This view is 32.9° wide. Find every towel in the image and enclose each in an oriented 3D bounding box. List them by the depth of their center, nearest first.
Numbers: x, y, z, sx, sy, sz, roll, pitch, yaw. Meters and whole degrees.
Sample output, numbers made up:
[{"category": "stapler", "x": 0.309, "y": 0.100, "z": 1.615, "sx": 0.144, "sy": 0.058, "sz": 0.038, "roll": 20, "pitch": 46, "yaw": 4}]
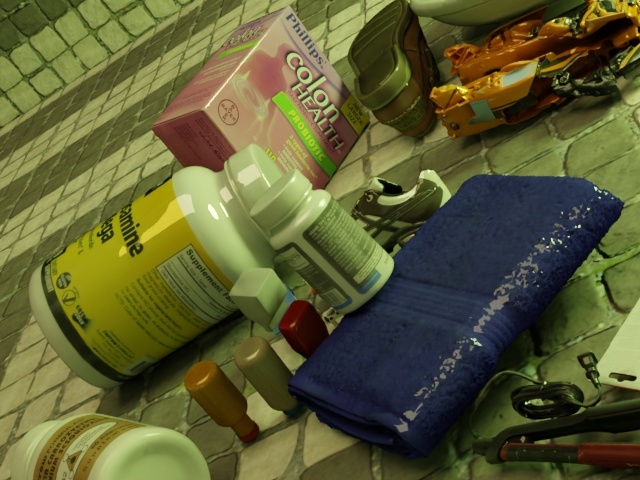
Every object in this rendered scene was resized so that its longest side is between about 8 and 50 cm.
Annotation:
[{"category": "towel", "x": 0.127, "y": 0.066, "z": 1.022, "sx": 0.308, "sy": 0.076, "sz": 0.228, "roll": -48, "pitch": 25, "yaw": -16}]

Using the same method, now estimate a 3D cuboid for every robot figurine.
[{"category": "robot figurine", "x": 0.281, "y": -0.227, "z": 1.309, "sx": 0.291, "sy": 0.085, "sz": 0.211, "roll": -21, "pitch": 30, "yaw": 31}]

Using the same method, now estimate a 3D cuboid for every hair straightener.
[{"category": "hair straightener", "x": 0.203, "y": 0.133, "z": 0.838, "sx": 0.230, "sy": 0.047, "sz": 0.089, "roll": -16, "pitch": 53, "yaw": 50}]

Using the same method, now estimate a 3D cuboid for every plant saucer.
[{"category": "plant saucer", "x": 0.317, "y": -0.384, "z": 1.476, "sx": 0.401, "sy": 0.100, "sz": 0.400, "roll": -28, "pitch": 18, "yaw": 10}]

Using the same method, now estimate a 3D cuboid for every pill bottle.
[{"category": "pill bottle", "x": 0.000, "y": 0.000, "z": 1.061, "sx": 0.078, "sy": 0.137, "sz": 0.078, "roll": -41, "pitch": 13, "yaw": 12}, {"category": "pill bottle", "x": -0.226, "y": 0.246, "z": 1.113, "sx": 0.229, "sy": 0.131, "sz": 0.131, "roll": -3, "pitch": 42, "yaw": 51}, {"category": "pill bottle", "x": -0.182, "y": 0.027, "z": 1.362, "sx": 0.334, "sy": 0.188, "sz": 0.188, "roll": -33, "pitch": 25, "yaw": 9}]

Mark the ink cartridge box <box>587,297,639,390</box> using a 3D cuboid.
[{"category": "ink cartridge box", "x": 0.270, "y": 0.082, "z": 0.865, "sx": 0.063, "sy": 0.029, "sz": 0.115, "roll": 3, "pitch": 48, "yaw": 54}]

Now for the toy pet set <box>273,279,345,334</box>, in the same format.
[{"category": "toy pet set", "x": -0.013, "y": 0.059, "z": 1.231, "sx": 0.114, "sy": 0.065, "sz": 0.122, "roll": -38, "pitch": 25, "yaw": 0}]

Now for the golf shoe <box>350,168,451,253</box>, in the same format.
[{"category": "golf shoe", "x": 0.057, "y": -0.020, "z": 1.209, "sx": 0.198, "sy": 0.093, "sz": 0.077, "roll": -18, "pitch": 3, "yaw": 18}]

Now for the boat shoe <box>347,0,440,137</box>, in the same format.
[{"category": "boat shoe", "x": 0.110, "y": -0.242, "z": 1.545, "sx": 0.111, "sy": 0.104, "sz": 0.307, "roll": -35, "pitch": 25, "yaw": 28}]

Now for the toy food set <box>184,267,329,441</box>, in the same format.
[{"category": "toy food set", "x": -0.033, "y": 0.097, "z": 1.140, "sx": 0.111, "sy": 0.104, "sz": 0.232, "roll": 0, "pitch": 47, "yaw": 38}]

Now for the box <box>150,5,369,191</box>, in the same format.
[{"category": "box", "x": -0.077, "y": -0.164, "z": 1.517, "sx": 0.117, "sy": 0.213, "sz": 0.243, "roll": -12, "pitch": 35, "yaw": 44}]
